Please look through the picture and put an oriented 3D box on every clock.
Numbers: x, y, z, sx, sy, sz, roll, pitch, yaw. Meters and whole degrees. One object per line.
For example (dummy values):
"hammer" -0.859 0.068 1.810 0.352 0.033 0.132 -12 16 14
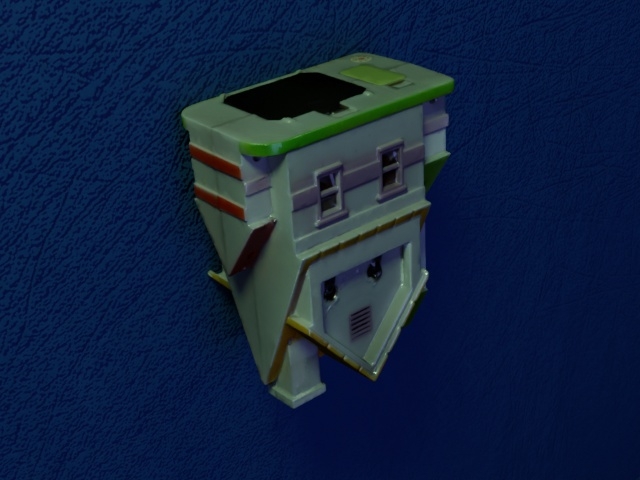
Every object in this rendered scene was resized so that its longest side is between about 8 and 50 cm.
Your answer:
"clock" 0.001 0.000 1.046 0.235 0.166 0.310 -23 122 -33
